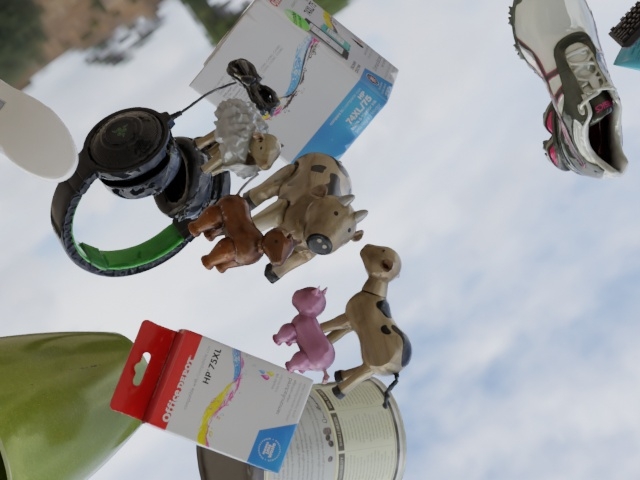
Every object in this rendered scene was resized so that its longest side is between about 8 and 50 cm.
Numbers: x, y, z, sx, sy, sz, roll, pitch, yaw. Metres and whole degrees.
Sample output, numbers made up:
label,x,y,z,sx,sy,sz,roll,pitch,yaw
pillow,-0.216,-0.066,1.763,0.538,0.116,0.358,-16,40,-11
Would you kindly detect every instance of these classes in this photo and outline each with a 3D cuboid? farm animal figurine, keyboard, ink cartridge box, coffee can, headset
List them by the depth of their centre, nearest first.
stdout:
label,x,y,z,sx,sy,sz,roll,pitch,yaw
farm animal figurine,0.000,0.000,1.957,0.172,0.330,0.327,-31,-142,18
ink cartridge box,-0.143,0.201,2.061,0.078,0.231,0.134,163,-52,-76
keyboard,0.457,-0.335,2.124,0.180,0.023,0.108,-46,-166,12
headset,-0.215,-0.096,2.291,0.394,0.243,0.185,-52,-132,13
coffee can,-0.031,0.327,2.501,0.275,0.201,0.201,-4,-175,-28
ink cartridge box,-0.041,-0.269,2.621,0.197,0.270,0.198,-49,-172,22

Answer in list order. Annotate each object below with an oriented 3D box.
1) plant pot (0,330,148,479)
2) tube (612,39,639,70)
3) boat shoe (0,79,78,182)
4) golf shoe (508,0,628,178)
label,x,y,z,sx,sy,sz,roll,pitch,yaw
plant pot,-0.377,0.235,2.152,0.293,0.274,0.275,-22,-173,-40
tube,0.536,-0.258,2.290,0.207,0.052,0.080,20,-116,17
boat shoe,-0.310,-0.114,1.577,0.066,0.184,0.063,-55,164,-11
golf shoe,0.307,-0.200,1.867,0.105,0.273,0.120,-27,-155,-13
